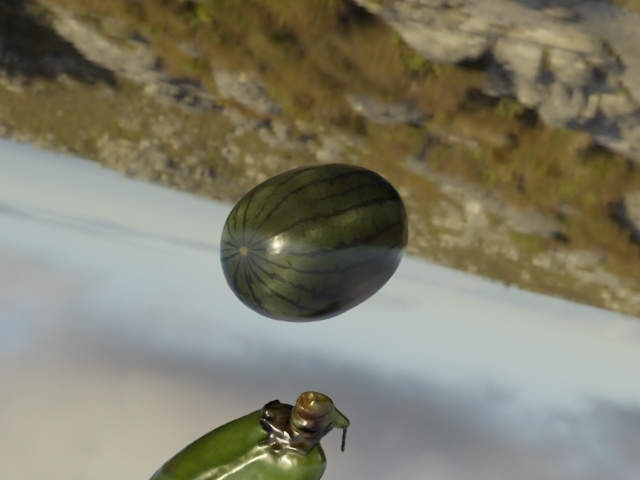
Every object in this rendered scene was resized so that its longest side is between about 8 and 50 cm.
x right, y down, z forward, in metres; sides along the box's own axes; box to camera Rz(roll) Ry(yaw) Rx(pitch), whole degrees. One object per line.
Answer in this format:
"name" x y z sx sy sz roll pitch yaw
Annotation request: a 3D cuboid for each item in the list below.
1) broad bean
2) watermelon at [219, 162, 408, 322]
"broad bean" -0.097 0.125 0.482 0.255 0.046 0.065 -30 159 8
"watermelon" 0.000 0.000 0.660 0.111 0.078 0.078 -19 -158 -39
